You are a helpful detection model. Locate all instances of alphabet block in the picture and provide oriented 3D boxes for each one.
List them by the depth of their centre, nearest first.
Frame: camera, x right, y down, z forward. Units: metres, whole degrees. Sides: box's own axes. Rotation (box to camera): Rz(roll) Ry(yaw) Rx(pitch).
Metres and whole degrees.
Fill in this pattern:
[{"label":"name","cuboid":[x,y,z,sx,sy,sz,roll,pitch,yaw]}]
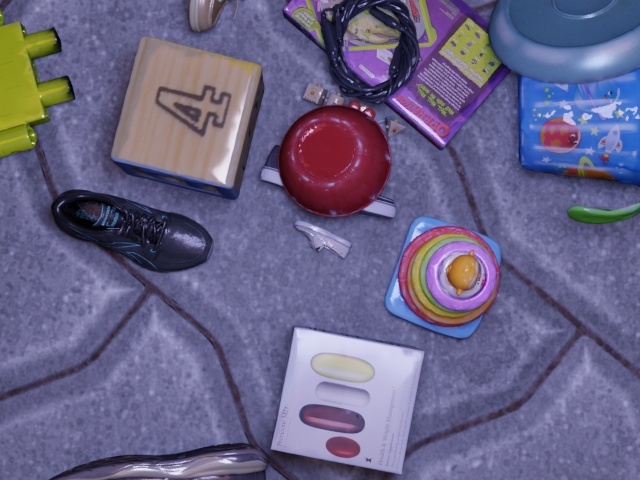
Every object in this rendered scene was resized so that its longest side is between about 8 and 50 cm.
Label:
[{"label":"alphabet block","cuboid":[-0.202,-0.186,1.805,0.193,0.192,0.197,14,86,-2]}]

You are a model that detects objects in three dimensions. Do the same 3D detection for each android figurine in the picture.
[{"label":"android figurine","cuboid":[-0.546,-0.253,1.871,0.273,0.056,0.248,-14,87,-3]}]

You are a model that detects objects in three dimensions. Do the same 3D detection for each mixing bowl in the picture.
[{"label":"mixing bowl","cuboid":[0.015,-0.132,1.776,0.181,0.098,0.181,-1,83,8]}]

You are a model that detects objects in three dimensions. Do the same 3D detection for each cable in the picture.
[{"label":"cable","cuboid":[0.084,-0.306,1.845,0.151,0.047,0.184,-14,80,-8]}]

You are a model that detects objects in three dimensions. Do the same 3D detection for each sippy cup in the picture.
[{"label":"sippy cup","cuboid":[0.423,-0.195,1.809,0.224,0.305,0.240,0,128,9]}]

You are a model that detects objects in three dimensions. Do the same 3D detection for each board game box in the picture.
[{"label":"board game box","cuboid":[0.135,-0.337,1.891,0.347,0.056,0.208,41,83,2]}]

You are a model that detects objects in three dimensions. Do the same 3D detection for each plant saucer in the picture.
[{"label":"plant saucer","cuboid":[0.415,-0.368,1.797,0.318,0.043,0.317,-12,47,13]}]

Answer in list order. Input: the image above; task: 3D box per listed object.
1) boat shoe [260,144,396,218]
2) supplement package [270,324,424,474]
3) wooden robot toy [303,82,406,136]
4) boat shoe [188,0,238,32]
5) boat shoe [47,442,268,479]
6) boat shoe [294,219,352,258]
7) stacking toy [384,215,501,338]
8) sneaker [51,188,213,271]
[{"label":"boat shoe","cuboid":[0.019,-0.098,1.862,0.229,0.080,0.076,18,88,8]},{"label":"supplement package","cuboid":[0.039,0.244,1.800,0.203,0.149,0.194,10,86,-1]},{"label":"wooden robot toy","cuboid":[0.046,-0.189,1.870,0.173,0.076,0.079,24,97,1]},{"label":"boat shoe","cuboid":[-0.137,-0.464,1.864,0.089,0.104,0.285,19,86,3]},{"label":"boat shoe","cuboid":[-0.254,0.400,1.796,0.355,0.132,0.130,-6,86,0]},{"label":"boat shoe","cuboid":[0.000,0.000,1.873,0.100,0.035,0.035,25,84,-6]},{"label":"stacking toy","cuboid":[0.205,0.051,1.738,0.166,0.302,0.175,20,86,1]},{"label":"sneaker","cuboid":[-0.303,-0.014,1.834,0.267,0.106,0.101,14,85,-1]}]
